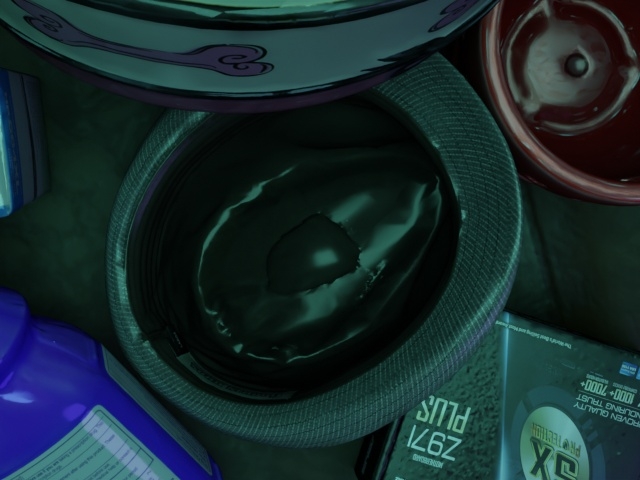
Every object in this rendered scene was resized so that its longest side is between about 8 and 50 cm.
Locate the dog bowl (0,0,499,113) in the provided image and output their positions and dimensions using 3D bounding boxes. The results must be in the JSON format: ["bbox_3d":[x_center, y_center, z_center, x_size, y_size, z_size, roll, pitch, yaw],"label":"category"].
[{"bbox_3d":[-0.044,-0.246,0.649,0.408,0.150,0.408,2,65,-4],"label":"dog bowl"}]

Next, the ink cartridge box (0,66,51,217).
[{"bbox_3d":[-0.247,-0.053,0.740,0.148,0.203,0.086,-8,96,-5],"label":"ink cartridge box"}]

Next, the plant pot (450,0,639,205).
[{"bbox_3d":[0.176,-0.120,0.793,0.191,0.174,0.191,0,94,-6],"label":"plant pot"}]

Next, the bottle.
[{"bbox_3d":[-0.173,0.110,0.759,0.118,0.092,0.283,-35,123,6],"label":"bottle"}]

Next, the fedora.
[{"bbox_3d":[0.000,0.000,0.791,0.275,0.124,0.244,-42,79,11],"label":"fedora"}]

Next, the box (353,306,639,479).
[{"bbox_3d":[0.132,0.125,0.852,0.180,0.077,0.147,19,92,-7],"label":"box"}]
